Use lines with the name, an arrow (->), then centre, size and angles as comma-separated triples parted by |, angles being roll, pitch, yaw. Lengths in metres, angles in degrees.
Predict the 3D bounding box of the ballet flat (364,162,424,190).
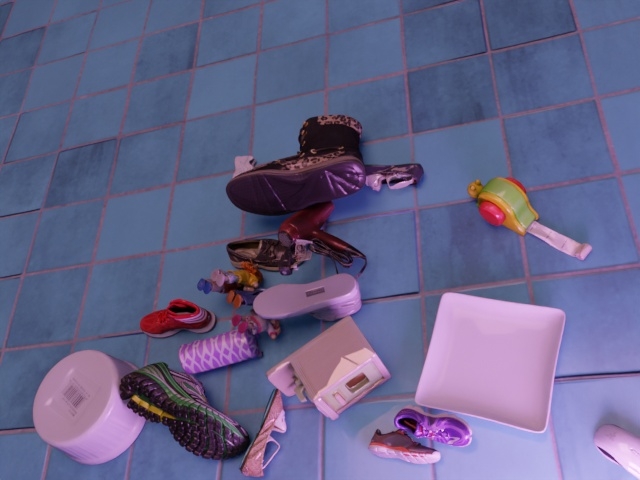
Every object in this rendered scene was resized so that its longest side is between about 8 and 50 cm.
ballet flat -> 0.175, -0.170, 1.778 | 0.203, 0.074, 0.074 | -1, 60, 19

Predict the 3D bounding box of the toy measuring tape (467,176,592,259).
toy measuring tape -> 0.483, -0.067, 1.564 | 0.330, 0.121, 0.121 | 35, 77, 34

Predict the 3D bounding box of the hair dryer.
hair dryer -> 0.000, 0.000, 1.720 | 0.223, 0.080, 0.293 | 5, 46, -6

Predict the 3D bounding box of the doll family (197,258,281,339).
doll family -> -0.175, 0.132, 1.683 | 0.263, 0.163, 0.118 | 41, 113, 35

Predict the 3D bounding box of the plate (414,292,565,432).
plate -> 0.373, 0.261, 1.447 | 0.277, 0.045, 0.278 | 7, 63, 26

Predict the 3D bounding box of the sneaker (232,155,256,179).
sneaker -> -0.224, -0.195, 1.961 | 0.061, 0.053, 0.152 | -9, 57, 13

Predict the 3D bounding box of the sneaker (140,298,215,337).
sneaker -> -0.400, 0.193, 1.744 | 0.221, 0.128, 0.087 | -10, 57, 16

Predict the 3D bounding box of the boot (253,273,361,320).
boot -> -0.026, 0.163, 1.611 | 0.258, 0.123, 0.095 | -11, 52, 5

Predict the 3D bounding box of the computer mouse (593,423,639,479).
computer mouse -> 0.611, 0.420, 1.256 | 0.193, 0.042, 0.106 | 33, 77, 34

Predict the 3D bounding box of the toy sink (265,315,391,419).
toy sink -> 0.022, 0.308, 1.492 | 0.234, 0.153, 0.131 | -34, 54, -2

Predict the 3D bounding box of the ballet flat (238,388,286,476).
ballet flat -> -0.118, 0.447, 1.525 | 0.067, 0.073, 0.206 | 23, 71, 2

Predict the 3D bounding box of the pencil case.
pencil case -> -0.254, 0.274, 1.666 | 0.206, 0.086, 0.088 | -16, 21, 10

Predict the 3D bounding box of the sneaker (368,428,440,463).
sneaker -> 0.180, 0.432, 1.411 | 0.158, 0.061, 0.065 | 3, 55, 23

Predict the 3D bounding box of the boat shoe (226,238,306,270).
boat shoe -> -0.151, 0.032, 1.778 | 0.223, 0.073, 0.080 | -2, 57, 20

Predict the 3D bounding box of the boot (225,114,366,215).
boot -> -0.054, -0.214, 1.807 | 0.377, 0.138, 0.284 | -12, 35, 16

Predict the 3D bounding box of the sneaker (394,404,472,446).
sneaker -> 0.233, 0.400, 1.391 | 0.170, 0.071, 0.068 | 5, 99, 30

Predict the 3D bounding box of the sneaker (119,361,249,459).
sneaker -> -0.306, 0.390, 1.583 | 0.343, 0.134, 0.146 | 29, 31, 18

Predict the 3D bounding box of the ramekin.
ramekin -> -0.587, 0.413, 1.679 | 0.277, 0.135, 0.277 | -10, 57, 15
